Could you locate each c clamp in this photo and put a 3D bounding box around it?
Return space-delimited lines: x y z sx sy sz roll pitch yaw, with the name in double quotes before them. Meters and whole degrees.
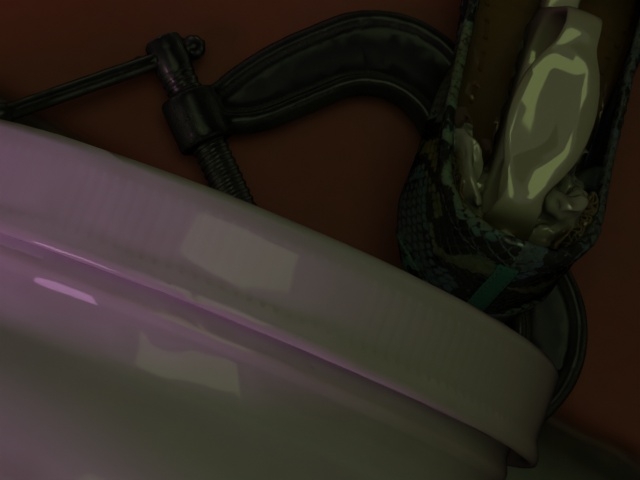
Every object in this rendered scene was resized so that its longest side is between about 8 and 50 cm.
"c clamp" 0.000 0.000 0.573 0.137 0.022 0.160 -29 83 -15

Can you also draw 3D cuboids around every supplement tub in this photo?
"supplement tub" -0.070 0.127 0.449 0.191 0.191 0.272 22 82 -2

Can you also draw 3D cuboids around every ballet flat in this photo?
"ballet flat" 0.072 -0.067 0.558 0.070 0.070 0.188 14 73 -3
